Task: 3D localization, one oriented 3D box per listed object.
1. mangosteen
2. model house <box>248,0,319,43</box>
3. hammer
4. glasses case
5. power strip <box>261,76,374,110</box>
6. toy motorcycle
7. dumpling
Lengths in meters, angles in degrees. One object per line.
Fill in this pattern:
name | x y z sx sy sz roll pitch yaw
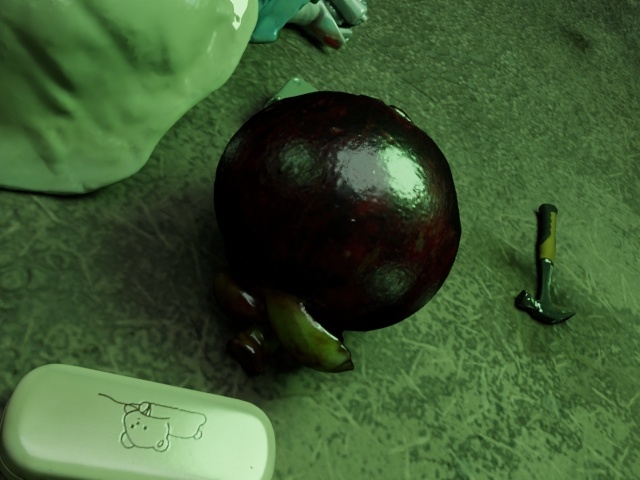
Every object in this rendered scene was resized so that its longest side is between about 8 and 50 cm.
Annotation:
mangosteen | 0.000 0.000 0.607 0.228 0.228 0.265 29 87 -10
model house | -0.153 -0.283 0.738 0.261 0.241 0.226 40 12 -14
hammer | 0.295 0.026 0.885 0.078 0.021 0.201 30 47 -9
glasses case | -0.129 0.147 0.502 0.196 0.050 0.083 16 47 -22
power strip | 0.045 -0.120 0.813 0.215 0.061 0.145 36 46 -4
toy motorcycle | -0.059 -0.341 0.900 0.260 0.110 0.171 32 61 -17
dumpling | -0.209 -0.158 0.571 0.318 0.187 0.243 0 96 -8
